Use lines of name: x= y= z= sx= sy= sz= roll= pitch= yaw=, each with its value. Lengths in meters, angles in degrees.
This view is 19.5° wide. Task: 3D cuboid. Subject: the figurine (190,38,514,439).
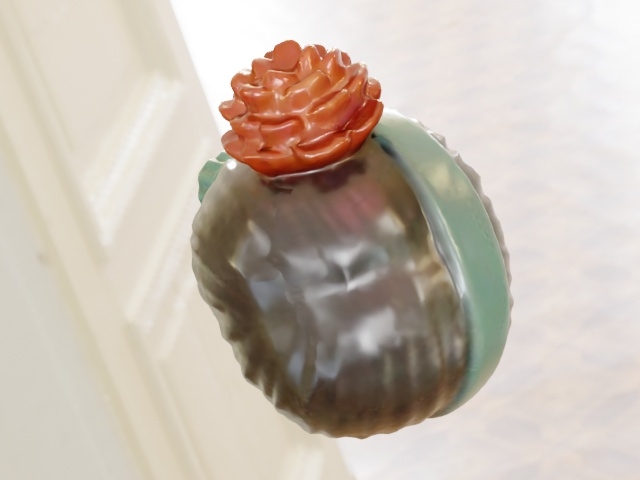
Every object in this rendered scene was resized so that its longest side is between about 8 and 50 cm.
figurine: x=0.000 y=0.000 z=0.709 sx=0.110 sy=0.138 sz=0.245 roll=-38 pitch=5 yaw=-4
